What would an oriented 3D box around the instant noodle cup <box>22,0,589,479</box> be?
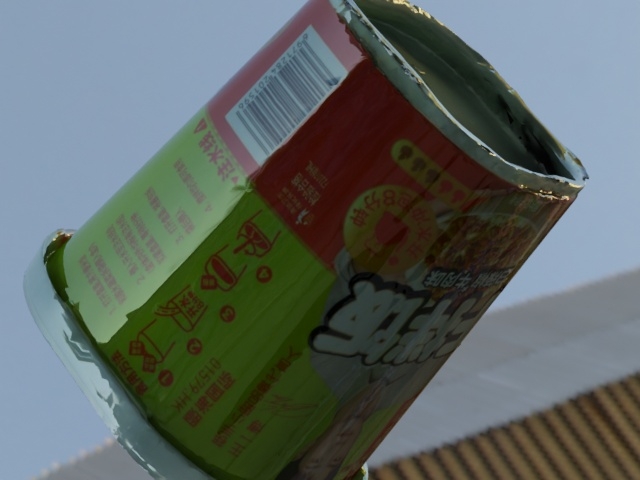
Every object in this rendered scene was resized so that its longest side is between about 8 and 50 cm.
[{"bbox_3d":[0.000,0.000,1.362,0.294,0.294,0.308,27,-66,-38],"label":"instant noodle cup"}]
